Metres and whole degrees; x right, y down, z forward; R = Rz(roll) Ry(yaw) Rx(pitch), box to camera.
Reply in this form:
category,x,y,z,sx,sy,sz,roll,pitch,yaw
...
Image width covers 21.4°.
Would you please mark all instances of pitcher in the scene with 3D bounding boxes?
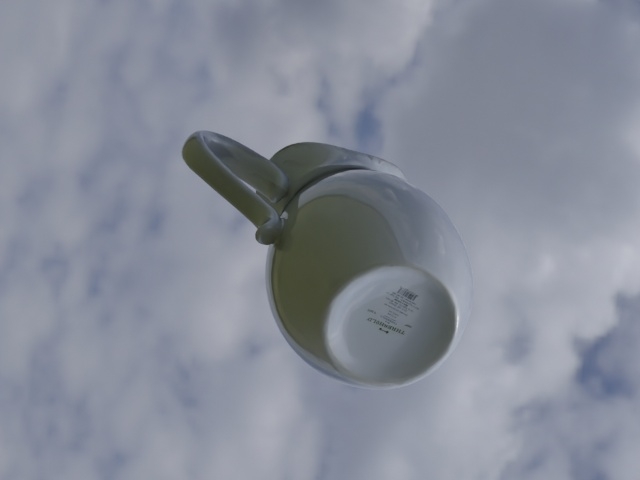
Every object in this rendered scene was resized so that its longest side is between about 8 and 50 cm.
category,x,y,z,sx,sy,sz,roll,pitch,yaw
pitcher,0.000,0.000,1.069,0.125,0.178,0.207,-63,-160,17
